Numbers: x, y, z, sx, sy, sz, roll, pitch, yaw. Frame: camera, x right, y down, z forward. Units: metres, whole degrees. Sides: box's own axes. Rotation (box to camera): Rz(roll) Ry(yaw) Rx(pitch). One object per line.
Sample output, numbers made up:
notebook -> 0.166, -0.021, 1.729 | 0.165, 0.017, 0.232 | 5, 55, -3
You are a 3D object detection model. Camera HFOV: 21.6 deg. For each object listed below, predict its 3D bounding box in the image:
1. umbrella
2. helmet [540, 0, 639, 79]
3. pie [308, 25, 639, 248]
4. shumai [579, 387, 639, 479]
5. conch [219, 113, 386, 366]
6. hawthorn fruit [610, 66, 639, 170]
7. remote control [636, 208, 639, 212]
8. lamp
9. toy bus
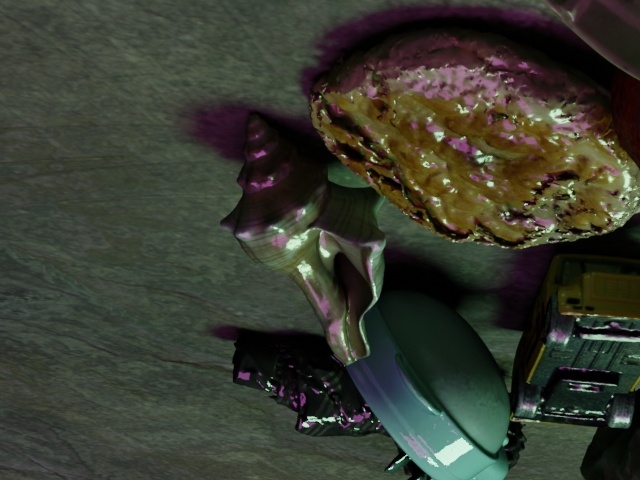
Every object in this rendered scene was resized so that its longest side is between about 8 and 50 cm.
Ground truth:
umbrella -> 0.062, 0.195, 1.871 | 0.337, 0.154, 0.128 | 11, 117, -16
helmet -> 0.169, -0.205, 0.900 | 0.204, 0.137, 0.257 | 38, 176, 45
pie -> 0.122, -0.075, 1.298 | 0.274, 0.055, 0.274 | 13, 154, 7
shumai -> 0.421, 0.170, 1.683 | 0.304, 0.309, 0.263 | 36, 147, 36
conch -> 0.004, -0.013, 1.415 | 0.234, 0.114, 0.137 | 41, 143, -22
hawthorn fruit -> 0.298, -0.106, 1.020 | 0.211, 0.210, 0.262 | 9, 153, -8
remote control -> 0.217, -0.038, 1.407 | 0.221, 0.042, 0.078 | -14, 150, 40
lamp -> 0.112, 0.158, 1.692 | 0.147, 0.209, 0.284 | -22, 137, -4
toy bus -> 0.259, 0.098, 1.621 | 0.121, 0.123, 0.335 | 6, 157, 1
